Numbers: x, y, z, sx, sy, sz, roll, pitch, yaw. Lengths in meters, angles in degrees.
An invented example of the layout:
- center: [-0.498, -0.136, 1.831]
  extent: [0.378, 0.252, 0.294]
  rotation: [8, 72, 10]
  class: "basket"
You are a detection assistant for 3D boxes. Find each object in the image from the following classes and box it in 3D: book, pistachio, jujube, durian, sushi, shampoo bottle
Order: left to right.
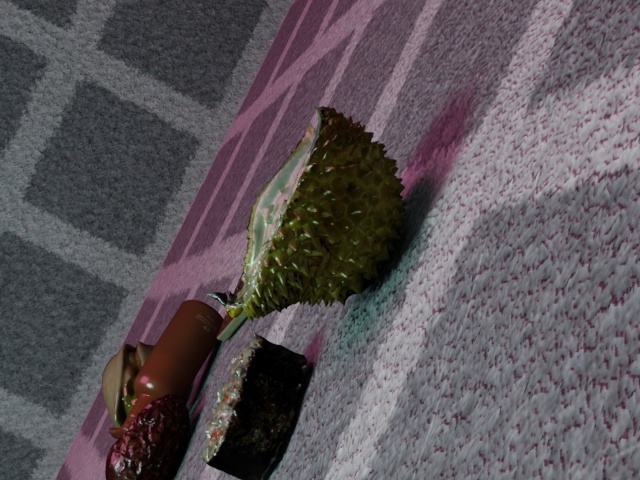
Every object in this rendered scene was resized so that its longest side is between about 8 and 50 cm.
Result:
- center: [-0.288, 0.247, 1.914]
  extent: [0.144, 0.144, 0.215]
  rotation: [-58, 18, 21]
  class: "pistachio"
- center: [-0.244, 0.294, 1.678]
  extent: [0.166, 0.104, 0.104]
  rotation: [-65, 11, -22]
  class: "jujube"
- center: [-0.235, 0.203, 1.801]
  extent: [0.244, 0.085, 0.085]
  rotation: [-58, 7, -33]
  class: "shampoo bottle"
- center: [-0.071, 0.176, 1.225]
  extent: [0.090, 0.078, 0.150]
  rotation: [-46, 21, 56]
  class: "sushi"
- center: [-0.084, 0.039, 1.744]
  extent: [0.232, 0.022, 0.162]
  rotation: [-50, 17, 51]
  class: "book"
- center: [0.000, 0.000, 1.164]
  extent: [0.237, 0.138, 0.193]
  rotation: [-54, 17, 24]
  class: "durian"
